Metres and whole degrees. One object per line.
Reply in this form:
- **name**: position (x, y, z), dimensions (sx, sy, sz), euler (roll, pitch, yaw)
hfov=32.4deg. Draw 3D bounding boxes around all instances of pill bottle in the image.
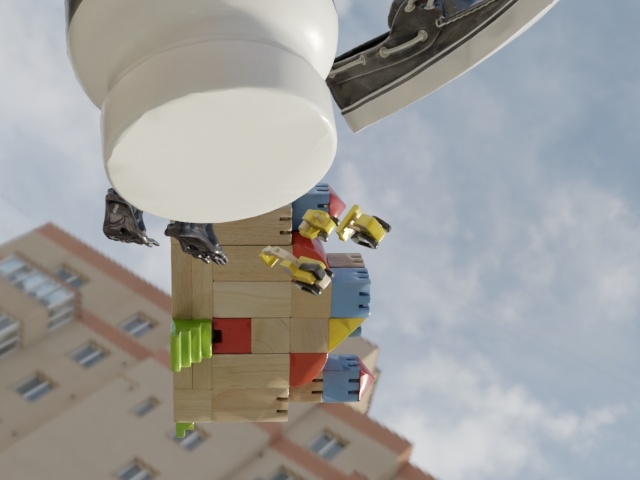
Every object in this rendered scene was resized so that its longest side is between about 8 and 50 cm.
- **pill bottle**: position (-0.076, -0.162, 0.682), dimensions (0.162, 0.162, 0.278), euler (-44, -134, 42)

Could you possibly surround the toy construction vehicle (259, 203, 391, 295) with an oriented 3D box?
- **toy construction vehicle**: position (0.000, 0.000, 0.955), dimensions (0.098, 0.086, 0.035), euler (21, -23, 50)

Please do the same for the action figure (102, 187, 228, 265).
- **action figure**: position (-0.122, -0.121, 1.047), dimensions (0.164, 0.141, 0.276), euler (9, -106, 10)

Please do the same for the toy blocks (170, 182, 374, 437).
- **toy blocks**: position (-0.054, 0.077, 1.381), dimensions (0.261, 0.191, 0.381), euler (0, -70, -5)

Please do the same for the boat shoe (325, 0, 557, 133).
- **boat shoe**: position (0.115, -0.215, 1.141), dimensions (0.301, 0.108, 0.102), euler (-26, -80, 46)
